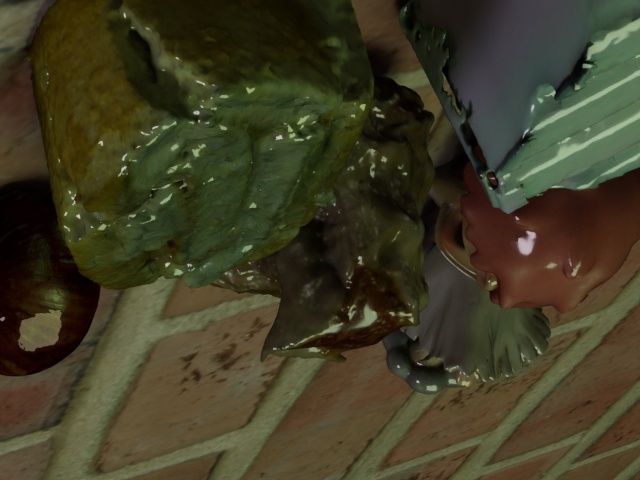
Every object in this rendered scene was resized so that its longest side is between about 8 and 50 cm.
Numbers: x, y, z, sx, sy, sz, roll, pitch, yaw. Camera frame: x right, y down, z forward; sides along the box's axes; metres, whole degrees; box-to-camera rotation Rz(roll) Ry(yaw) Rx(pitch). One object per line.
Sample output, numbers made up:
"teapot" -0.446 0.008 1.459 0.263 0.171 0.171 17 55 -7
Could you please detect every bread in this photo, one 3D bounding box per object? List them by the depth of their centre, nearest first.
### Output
"bread" -0.070 -0.059 1.126 0.186 0.124 0.257 -11 154 -15

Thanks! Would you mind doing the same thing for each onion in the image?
"onion" -0.196 0.032 1.245 0.117 0.118 0.118 -33 159 31

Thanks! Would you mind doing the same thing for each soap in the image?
"soap" 0.266 -0.189 1.168 0.446 0.156 0.261 -28 161 6

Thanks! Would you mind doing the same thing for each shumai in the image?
"shumai" 0.000 0.000 1.291 0.166 0.175 0.206 -5 153 -43

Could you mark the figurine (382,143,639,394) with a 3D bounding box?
"figurine" 0.150 -0.009 1.500 0.207 0.166 0.387 -53 175 -35
